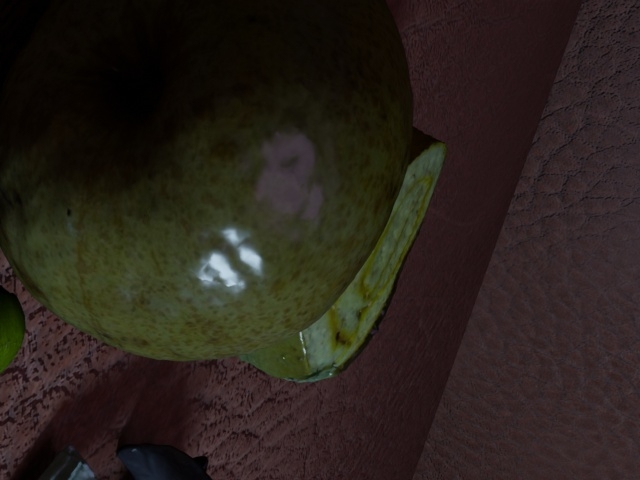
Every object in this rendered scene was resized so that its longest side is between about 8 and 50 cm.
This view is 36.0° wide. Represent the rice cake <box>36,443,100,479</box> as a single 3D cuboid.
[{"bbox_3d":[-0.129,0.247,0.684,0.085,0.226,0.040,-49,-158,-26],"label":"rice cake"}]

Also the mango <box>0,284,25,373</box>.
[{"bbox_3d":[-0.186,0.051,0.431,0.165,0.074,0.091,12,96,-85],"label":"mango"}]

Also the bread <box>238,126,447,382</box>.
[{"bbox_3d":[0.000,0.000,0.841,0.257,0.124,0.186,-65,157,2],"label":"bread"}]

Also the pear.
[{"bbox_3d":[-0.052,-0.051,0.485,0.228,0.188,0.211,-65,171,-3],"label":"pear"}]

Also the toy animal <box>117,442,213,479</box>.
[{"bbox_3d":[-0.149,0.304,0.799,0.185,0.122,0.298,16,90,-62],"label":"toy animal"}]
